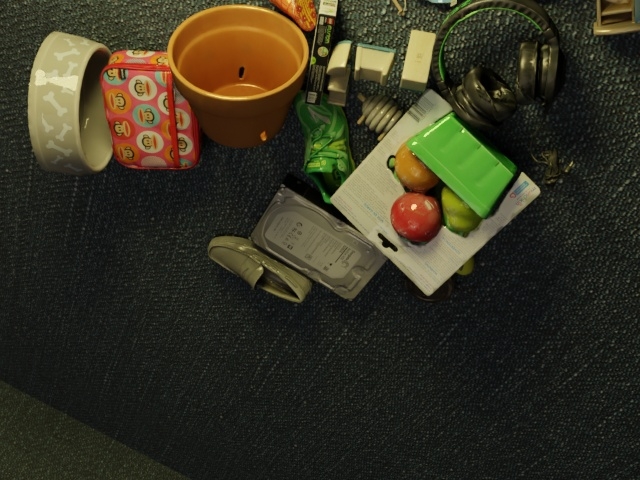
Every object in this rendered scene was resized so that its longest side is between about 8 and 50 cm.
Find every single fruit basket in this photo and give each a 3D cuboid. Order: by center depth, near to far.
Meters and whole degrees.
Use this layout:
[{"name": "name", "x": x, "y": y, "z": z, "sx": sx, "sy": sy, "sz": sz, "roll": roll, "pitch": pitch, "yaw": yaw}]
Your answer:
[{"name": "fruit basket", "x": 0.245, "y": -0.101, "z": 1.517, "sx": 0.327, "sy": 0.165, "sz": 0.353, "roll": 44, "pitch": 121, "yaw": 4}]

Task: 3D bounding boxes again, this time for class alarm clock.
[{"name": "alarm clock", "x": 0.306, "y": 0.111, "z": 1.789, "sx": 0.192, "sy": 0.064, "sz": 0.129, "roll": 16, "pitch": 131, "yaw": 5}]

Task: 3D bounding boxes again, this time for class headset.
[{"name": "headset", "x": 0.378, "y": -0.291, "z": 1.353, "sx": 0.244, "sy": 0.185, "sz": 0.394, "roll": -22, "pitch": 120, "yaw": 34}]

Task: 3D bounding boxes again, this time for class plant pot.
[{"name": "plant pot", "x": -0.173, "y": -0.341, "z": 1.492, "sx": 0.291, "sy": 0.290, "sz": 0.203, "roll": 17, "pitch": 148, "yaw": 8}]

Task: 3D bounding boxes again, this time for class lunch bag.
[{"name": "lunch bag", "x": -0.387, "y": -0.314, "z": 1.673, "sx": 0.258, "sy": 0.120, "sz": 0.293, "roll": 2, "pitch": 130, "yaw": -1}]

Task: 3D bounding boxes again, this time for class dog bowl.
[{"name": "dog bowl", "x": -0.569, "y": -0.314, "z": 1.619, "sx": 0.102, "sy": 0.348, "sz": 0.348, "roll": 5, "pitch": 130, "yaw": 1}]

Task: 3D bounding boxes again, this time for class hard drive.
[{"name": "hard drive", "x": 0.000, "y": 0.000, "z": 1.818, "sx": 0.339, "sy": 0.064, "sz": 0.237, "roll": 32, "pitch": 132, "yaw": -6}]

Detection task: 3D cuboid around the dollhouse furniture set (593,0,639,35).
[{"name": "dollhouse furniture set", "x": 0.478, "y": -0.404, "z": 1.147, "sx": 0.287, "sy": 0.303, "sz": 0.198, "roll": -2, "pitch": 125, "yaw": 23}]

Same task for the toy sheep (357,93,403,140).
[{"name": "toy sheep", "x": 0.133, "y": -0.281, "z": 1.526, "sx": 0.132, "sy": 0.091, "sz": 0.091, "roll": 37, "pitch": 131, "yaw": -3}]

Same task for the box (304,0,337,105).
[{"name": "box", "x": 0.001, "y": -0.406, "z": 1.456, "sx": 0.036, "sy": 0.114, "sz": 0.206, "roll": 9, "pitch": 131, "yaw": -3}]

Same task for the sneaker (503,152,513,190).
[{"name": "sneaker", "x": 0.400, "y": -0.119, "z": 1.570, "sx": 0.089, "sy": 0.051, "sz": 0.170, "roll": 2, "pitch": 122, "yaw": 24}]

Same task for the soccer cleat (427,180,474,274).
[{"name": "soccer cleat", "x": 0.324, "y": -0.032, "z": 1.644, "sx": 0.121, "sy": 0.093, "sz": 0.289, "roll": -16, "pitch": 119, "yaw": 28}]

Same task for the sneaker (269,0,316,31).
[{"name": "sneaker", "x": -0.073, "y": -0.517, "z": 1.446, "sx": 0.175, "sy": 0.064, "sz": 0.067, "roll": 51, "pitch": 148, "yaw": -14}]

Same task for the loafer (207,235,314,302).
[{"name": "loafer", "x": -0.175, "y": 0.082, "z": 1.918, "sx": 0.320, "sy": 0.111, "sz": 0.112, "roll": 20, "pitch": 131, "yaw": 5}]

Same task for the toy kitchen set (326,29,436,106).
[{"name": "toy kitchen set", "x": 0.126, "y": -0.364, "z": 1.466, "sx": 0.207, "sy": 0.122, "sz": 0.166, "roll": 12, "pitch": 161, "yaw": 5}]

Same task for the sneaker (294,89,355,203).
[{"name": "sneaker", "x": 0.013, "y": -0.216, "z": 1.599, "sx": 0.110, "sy": 0.123, "sz": 0.295, "roll": -6, "pitch": 124, "yaw": 26}]

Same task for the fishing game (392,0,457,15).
[{"name": "fishing game", "x": 0.218, "y": -0.535, "z": 1.300, "sx": 0.264, "sy": 0.041, "sz": 0.189, "roll": -18, "pitch": 120, "yaw": 42}]
